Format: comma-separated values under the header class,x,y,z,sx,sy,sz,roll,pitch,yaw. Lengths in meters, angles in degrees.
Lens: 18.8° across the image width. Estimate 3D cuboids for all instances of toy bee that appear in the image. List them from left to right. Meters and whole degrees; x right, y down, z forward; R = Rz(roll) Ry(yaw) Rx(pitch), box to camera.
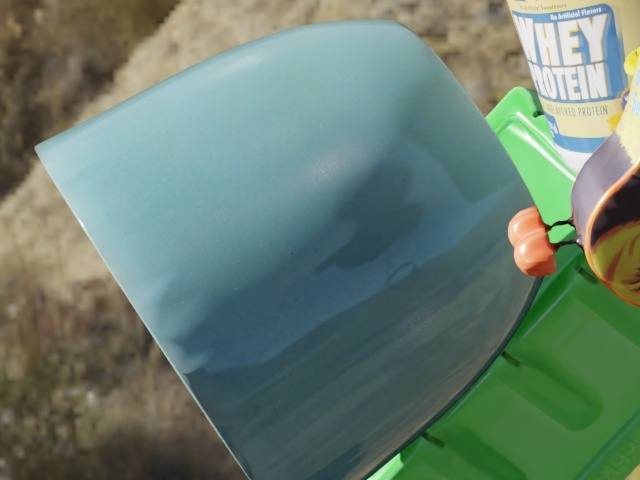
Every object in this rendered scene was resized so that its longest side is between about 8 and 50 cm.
class,x,y,z,sx,sy,sz,roll,pitch,yaw
toy bee,0.168,-0.030,0.860,0.162,0.298,0.195,-1,0,-2

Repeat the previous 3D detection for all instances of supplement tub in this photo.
class,x,y,z,sx,sy,sz,roll,pitch,yaw
supplement tub,0.176,-0.149,1.096,0.144,0.200,0.144,-19,17,6

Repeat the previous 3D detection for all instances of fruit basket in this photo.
class,x,y,z,sx,sy,sz,roll,pitch,yaw
fruit basket,0.185,0.088,1.533,0.392,0.392,0.283,-16,43,-23

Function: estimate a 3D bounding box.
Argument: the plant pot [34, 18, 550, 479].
class,x,y,z,sx,sy,sz,roll,pitch,yaw
plant pot,0.000,0.000,1.211,0.235,0.293,0.293,-33,34,-3
